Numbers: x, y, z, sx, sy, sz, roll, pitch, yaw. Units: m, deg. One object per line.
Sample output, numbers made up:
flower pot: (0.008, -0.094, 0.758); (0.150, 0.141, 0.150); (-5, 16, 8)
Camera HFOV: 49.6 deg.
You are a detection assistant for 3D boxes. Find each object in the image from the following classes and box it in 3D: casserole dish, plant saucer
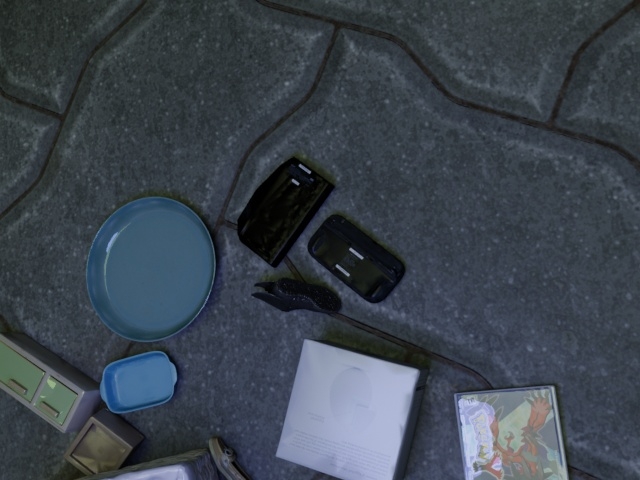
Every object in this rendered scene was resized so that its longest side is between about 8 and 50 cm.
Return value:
casserole dish: (-0.386, 0.305, 1.493); (0.188, 0.037, 0.114); (-17, 78, 15)
plant saucer: (-0.367, 0.063, 1.520); (0.317, 0.044, 0.317); (-2, 82, 17)

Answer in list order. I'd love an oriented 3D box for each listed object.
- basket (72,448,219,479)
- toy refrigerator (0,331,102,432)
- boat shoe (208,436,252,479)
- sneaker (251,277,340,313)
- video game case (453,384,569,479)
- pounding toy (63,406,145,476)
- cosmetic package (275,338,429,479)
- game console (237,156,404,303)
basket: (-0.343, 0.580, 1.276); (0.328, 0.266, 0.331); (-13, 84, 0)
toy refrigerator: (-0.620, 0.310, 1.534); (0.269, 0.094, 0.102); (28, 90, 18)
boat shoe: (-0.173, 0.460, 1.397); (0.048, 0.056, 0.153); (-33, 75, 0)
sneaker: (-0.050, 0.117, 1.407); (0.170, 0.089, 0.051); (21, 60, -14)
video game case: (0.348, 0.373, 1.263); (0.183, 0.023, 0.201); (-9, 79, 16)
pounding toy: (-0.471, 0.442, 1.478); (0.130, 0.100, 0.141); (36, 96, 4)
cosmetic package: (0.063, 0.321, 1.298); (0.224, 0.138, 0.224); (13, 85, 18)
game console: (0.000, 0.000, 1.417); (0.361, 0.044, 0.213); (38, 96, 19)
